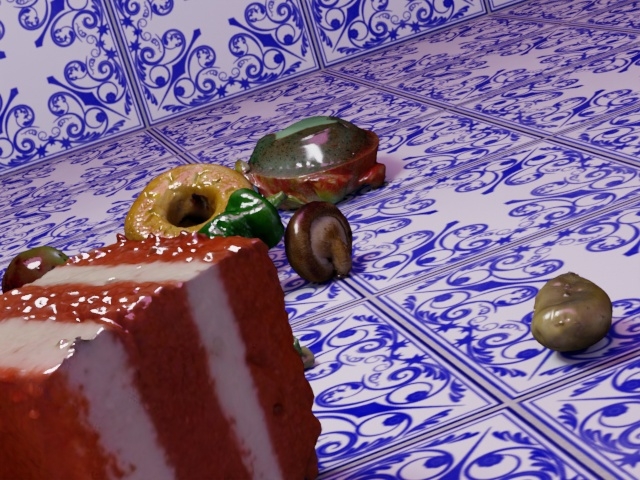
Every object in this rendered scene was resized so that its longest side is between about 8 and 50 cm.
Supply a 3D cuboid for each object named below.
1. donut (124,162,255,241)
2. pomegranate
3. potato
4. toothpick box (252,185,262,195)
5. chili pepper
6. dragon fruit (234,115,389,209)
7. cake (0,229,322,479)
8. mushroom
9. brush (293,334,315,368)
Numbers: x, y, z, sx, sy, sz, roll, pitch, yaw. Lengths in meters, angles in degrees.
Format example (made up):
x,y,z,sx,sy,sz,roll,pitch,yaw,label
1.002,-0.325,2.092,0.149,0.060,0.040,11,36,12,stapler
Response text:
x,y,z,sx,sy,sz,roll,pitch,yaw,label
-0.191,-0.017,2.285,0.226,0.114,0.226,-7,47,8,donut
-0.452,0.074,2.368,0.129,0.129,0.159,-29,12,-38,pomegranate
0.278,0.085,1.646,0.091,0.070,0.138,-7,19,15,potato
-0.175,-0.024,2.436,0.184,0.120,0.120,-14,15,-2,toothpick box
-0.144,0.025,2.123,0.270,0.099,0.136,-49,6,-15,chili pepper
-0.013,-0.139,2.671,0.268,0.130,0.295,-27,18,-18,dragon fruit
-0.205,0.169,1.478,0.269,0.270,0.319,-3,21,43,cake
0.000,0.000,2.164,0.087,0.127,0.127,-10,16,37,mushroom
-0.140,0.181,1.806,0.282,0.048,0.054,-23,14,-19,brush
